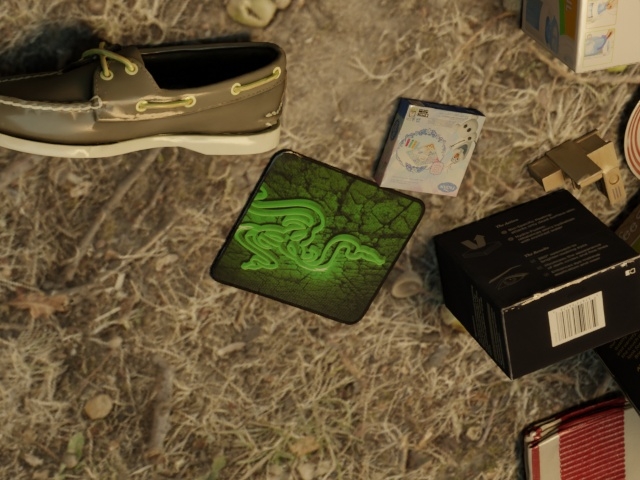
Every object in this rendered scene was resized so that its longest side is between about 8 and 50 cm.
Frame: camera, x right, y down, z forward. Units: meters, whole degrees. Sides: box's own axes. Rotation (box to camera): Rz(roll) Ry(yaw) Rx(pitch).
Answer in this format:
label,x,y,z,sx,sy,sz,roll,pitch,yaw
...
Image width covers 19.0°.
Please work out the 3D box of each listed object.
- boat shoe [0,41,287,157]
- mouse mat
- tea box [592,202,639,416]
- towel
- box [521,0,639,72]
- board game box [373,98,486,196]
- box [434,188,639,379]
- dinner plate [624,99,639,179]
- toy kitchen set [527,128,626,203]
label,x,y,z,sx,sy,sz,roll,pitch,yaw
boat shoe,-0.167,-0.130,1.675,0.305,0.109,0.091,-3,119,-31
mouse mat,0.000,0.000,1.890,0.190,0.007,0.152,20,108,-32
tea box,0.472,0.066,1.940,0.220,0.323,0.329,27,111,-35
towel,0.387,0.259,2.209,0.329,0.037,0.237,-18,126,-13
box,0.263,-0.275,1.787,0.103,0.114,0.203,-12,121,-20
board game box,0.107,-0.091,1.879,0.090,0.020,0.090,7,114,-29
box,0.220,0.042,1.923,0.156,0.158,0.093,-20,124,-14
dinner plate,0.375,-0.121,1.991,0.141,0.017,0.141,-11,122,-18
toy kitchen set,0.270,-0.054,1.947,0.083,0.068,0.075,-27,126,-8
